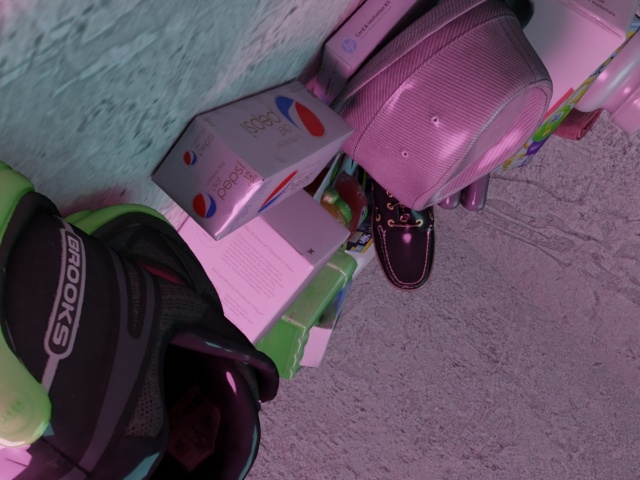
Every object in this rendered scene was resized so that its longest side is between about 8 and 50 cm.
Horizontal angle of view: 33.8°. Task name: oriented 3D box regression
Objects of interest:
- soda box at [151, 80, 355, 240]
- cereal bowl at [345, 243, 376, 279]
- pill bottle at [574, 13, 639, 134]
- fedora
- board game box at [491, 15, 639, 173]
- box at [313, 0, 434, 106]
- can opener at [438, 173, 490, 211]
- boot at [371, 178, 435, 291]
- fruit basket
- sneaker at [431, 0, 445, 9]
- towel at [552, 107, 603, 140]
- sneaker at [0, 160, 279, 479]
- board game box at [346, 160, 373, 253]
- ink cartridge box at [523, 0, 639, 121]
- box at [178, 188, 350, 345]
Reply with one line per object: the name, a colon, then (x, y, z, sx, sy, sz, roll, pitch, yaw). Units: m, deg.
soda box: (-0.049, -0.074, 0.881, 0.069, 0.074, 0.216, -50, 175, 25)
cereal bowl: (0.017, 0.012, 1.910, 0.339, 0.141, 0.339, -48, 175, -6)
pill bottle: (0.430, -0.324, 1.728, 0.176, 0.318, 0.176, -48, 175, -5)
fedora: (0.122, -0.120, 1.032, 0.275, 0.124, 0.244, -44, 164, 35)
board game box: (0.300, -0.247, 1.512, 0.142, 0.144, 0.275, -15, 147, -51)
box: (0.054, -0.196, 1.046, 0.145, 0.038, 0.186, -48, 177, -12)
can opener: (0.198, -0.179, 1.380, 0.093, 0.074, 0.280, -138, -128, -74)
boot: (0.103, -0.056, 1.337, 0.178, 0.085, 0.236, 49, 39, -83)
fruit basket: (0.000, 0.000, 1.429, 0.353, 0.165, 0.327, -57, 171, -29)
sneaker: (0.146, -0.251, 1.152, 0.076, 0.065, 0.166, -33, -154, 56)
towel: (0.370, -0.274, 1.914, 0.237, 0.329, 0.037, -44, 135, -34)
sneaker: (-0.131, 0.085, 0.630, 0.185, 0.202, 0.483, -47, 176, 2)
board game box: (0.073, -0.084, 1.634, 0.141, 0.048, 0.170, 126, -27, -63)
ink cartridge box: (0.282, -0.306, 1.228, 0.306, 0.131, 0.226, -65, -174, -30)
box: (-0.077, 0.020, 1.074, 0.170, 0.130, 0.091, -50, 175, 33)
